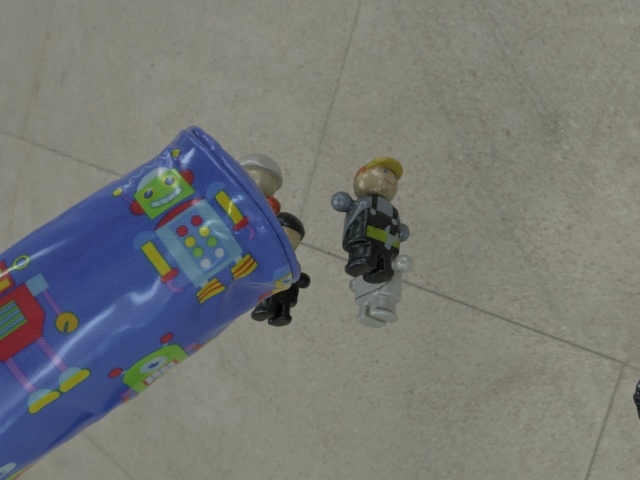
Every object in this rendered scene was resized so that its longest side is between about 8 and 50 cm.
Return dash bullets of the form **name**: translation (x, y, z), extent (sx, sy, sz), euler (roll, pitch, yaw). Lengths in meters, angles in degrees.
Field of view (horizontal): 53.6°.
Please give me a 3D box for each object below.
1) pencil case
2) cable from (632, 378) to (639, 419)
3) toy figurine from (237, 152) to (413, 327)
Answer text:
- **pencil case**: translation (-0.158, 0.063, 0.387), extent (0.306, 0.133, 0.119), euler (-38, 65, -10)
- **cable**: translation (0.321, 0.157, 0.441), extent (0.184, 0.047, 0.150), euler (50, 151, -13)
- **toy figurine**: translation (0.000, 0.000, 0.729), extent (0.209, 0.213, 0.148), euler (-1, 61, 12)
